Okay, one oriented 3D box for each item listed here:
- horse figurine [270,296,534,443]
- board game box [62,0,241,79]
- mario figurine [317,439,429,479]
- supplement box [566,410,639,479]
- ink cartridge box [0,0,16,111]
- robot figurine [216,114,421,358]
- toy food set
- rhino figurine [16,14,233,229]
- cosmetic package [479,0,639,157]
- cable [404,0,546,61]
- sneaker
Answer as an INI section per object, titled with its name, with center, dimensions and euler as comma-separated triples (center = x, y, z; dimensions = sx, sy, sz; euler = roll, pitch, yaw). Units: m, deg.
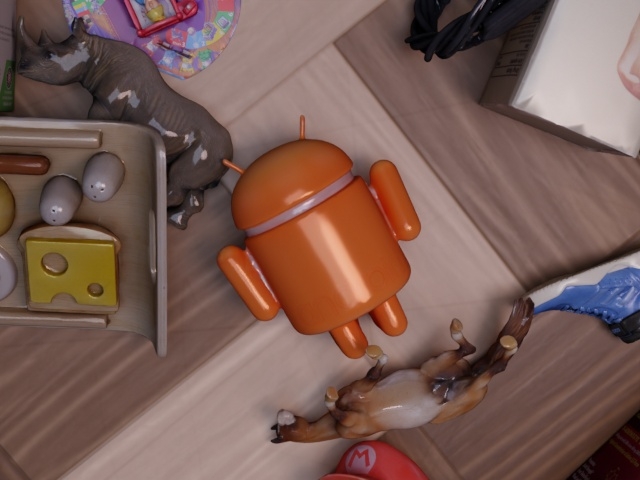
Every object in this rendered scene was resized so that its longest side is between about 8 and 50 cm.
[horse figurine]
center = 0.086, 0.136, 1.179
dimensions = 0.263, 0.174, 0.066
euler = -17, 64, -14
[board game box]
center = -0.158, -0.232, 1.169
dimensions = 0.169, 0.033, 0.133
euler = 21, 95, -6
[mario figurine]
center = 0.019, 0.337, 1.140
dimensions = 0.198, 0.170, 0.320
euler = 13, 71, -7
[supplement box]
center = 0.317, 0.229, 1.197
dimensions = 0.239, 0.130, 0.073
euler = -43, 96, 1
[ink cartridge box]
center = -0.325, -0.223, 1.098
dimensions = 0.093, 0.160, 0.219
euler = 2, 95, -2
[robot figurine]
center = 0.002, -0.001, 1.158
dimensions = 0.158, 0.128, 0.219
euler = -25, 99, 35
[toy food set]
center = -0.288, 0.006, 1.117
dimensions = 0.306, 0.092, 0.219
euler = 3, 119, 0
[rhino figurine]
center = -0.185, -0.123, 1.158
dimensions = 0.243, 0.073, 0.106
euler = 42, 99, -9
[cosmetic package]
center = 0.268, -0.235, 1.132
dimensions = 0.129, 0.153, 0.296
euler = 22, 96, -7
[cable]
center = 0.138, -0.240, 1.129
dimensions = 0.047, 0.150, 0.184
euler = 21, 140, -34
[sneaker]
center = 0.273, 0.066, 1.212
dimensions = 0.152, 0.058, 0.084
euler = -19, 89, -7
